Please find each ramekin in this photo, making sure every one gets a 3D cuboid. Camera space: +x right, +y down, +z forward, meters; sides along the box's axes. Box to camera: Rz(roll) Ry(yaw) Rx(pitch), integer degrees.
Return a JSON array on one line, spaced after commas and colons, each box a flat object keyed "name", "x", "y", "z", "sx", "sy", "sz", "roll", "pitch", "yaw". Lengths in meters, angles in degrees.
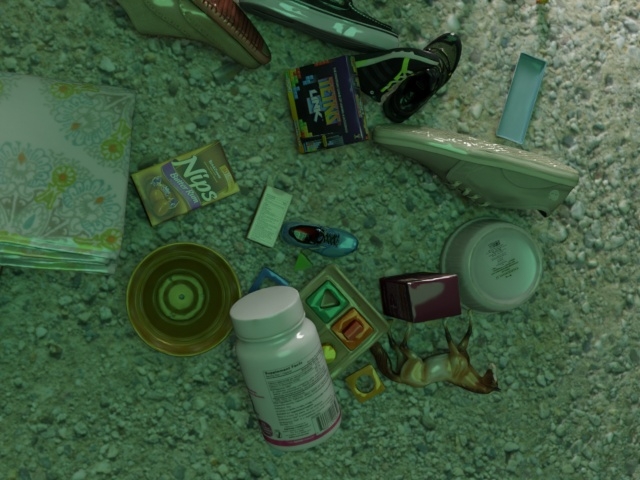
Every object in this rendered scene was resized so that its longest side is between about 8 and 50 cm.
[{"name": "ramekin", "x": 0.362, "y": 0.054, "z": 1.843, "sx": 0.207, "sy": 0.109, "sz": 0.207, "roll": 0, "pitch": 90, "yaw": -13}]

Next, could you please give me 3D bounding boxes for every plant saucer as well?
[{"name": "plant saucer", "x": 0.431, "y": -0.305, "z": 1.909, "sx": 0.067, "sy": 0.018, "sz": 0.192, "roll": 18, "pitch": 85, "yaw": -13}]

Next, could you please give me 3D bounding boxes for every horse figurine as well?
[{"name": "horse figurine", "x": 0.228, "y": 0.239, "z": 1.820, "sx": 0.263, "sy": 0.066, "sz": 0.175, "roll": -7, "pitch": 90, "yaw": -1}]

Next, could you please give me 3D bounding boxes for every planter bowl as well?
[{"name": "planter bowl", "x": -0.265, "y": 0.111, "z": 1.704, "sx": 0.217, "sy": 0.090, "sz": 0.217, "roll": 0, "pitch": 90, "yaw": -13}]

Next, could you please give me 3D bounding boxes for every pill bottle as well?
[{"name": "pill bottle", "x": -0.068, "y": 0.240, "z": 1.680, "sx": 0.160, "sy": 0.160, "sz": 0.283, "roll": -20, "pitch": 110, "yaw": -13}]

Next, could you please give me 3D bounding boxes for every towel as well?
[{"name": "towel", "x": -0.512, "y": -0.126, "z": 1.612, "sx": 0.320, "sy": 0.090, "sz": 0.375, "roll": 7, "pitch": 70, "yaw": -17}]

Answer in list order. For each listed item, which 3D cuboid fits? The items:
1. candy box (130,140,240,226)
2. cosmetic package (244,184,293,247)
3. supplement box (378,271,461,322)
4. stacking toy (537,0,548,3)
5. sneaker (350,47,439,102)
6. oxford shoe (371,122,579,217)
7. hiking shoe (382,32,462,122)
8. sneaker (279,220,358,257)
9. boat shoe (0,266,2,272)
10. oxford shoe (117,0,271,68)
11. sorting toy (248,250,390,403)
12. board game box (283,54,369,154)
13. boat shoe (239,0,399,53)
[{"name": "candy box", "x": -0.263, "y": -0.111, "z": 1.726, "sx": 0.186, "sy": 0.053, "sz": 0.109, "roll": -23, "pitch": 94, "yaw": -14}, {"name": "cosmetic package", "x": -0.103, "y": -0.047, "z": 1.768, "sx": 0.060, "sy": 0.041, "sz": 0.115, "roll": 23, "pitch": 84, "yaw": -12}, {"name": "supplement box", "x": 0.195, "y": 0.110, "z": 1.762, "sx": 0.104, "sy": 0.188, "sz": 0.081, "roll": -8, "pitch": 92, "yaw": -13}, {"name": "stacking toy", "x": 0.436, "y": -0.637, "z": 1.898, "sx": 0.166, "sy": 0.052, "sz": 0.221, "roll": 15, "pitch": 85, "yaw": -15}, {"name": "sneaker", "x": 0.132, "y": -0.323, "z": 1.760, "sx": 0.084, "sy": 0.234, "sz": 0.097, "roll": -4, "pitch": 92, "yaw": -55}, {"name": "oxford shoe", "x": 0.314, "y": -0.142, "z": 1.817, "sx": 0.449, "sy": 0.169, "sz": 0.130, "roll": 14, "pitch": 108, "yaw": -13}, {"name": "hiking shoe", "x": 0.226, "y": -0.335, "z": 1.810, "sx": 0.086, "sy": 0.114, "sz": 0.227, "roll": 38, "pitch": 82, "yaw": -11}, {"name": "sneaker", "x": 0.000, "y": 0.000, "z": 1.776, "sx": 0.162, "sy": 0.073, "sz": 0.064, "roll": 9, "pitch": 88, "yaw": -14}, {"name": "boat shoe", "x": -0.657, "y": 0.139, "z": 1.591, "sx": 0.113, "sy": 0.127, "sz": 0.340, "roll": 15, "pitch": 83, "yaw": -15}, {"name": "oxford shoe", "x": -0.275, "y": -0.443, "z": 1.706, "sx": 0.397, "sy": 0.140, "sz": 0.146, "roll": 36, "pitch": 113, "yaw": -15}, {"name": "sorting toy", "x": 0.014, "y": 0.174, "z": 1.759, "sx": 0.196, "sy": 0.047, "sz": 0.348, "roll": -42, "pitch": 94, "yaw": 6}, {"name": "board game box", "x": 0.012, "y": -0.268, "z": 1.757, "sx": 0.141, "sy": 0.048, "sz": 0.171, "roll": -11, "pitch": 92, "yaw": 25}, {"name": "boat shoe", "x": 0.009, "y": -0.466, "z": 1.755, "sx": 0.335, "sy": 0.121, "sz": 0.119, "roll": 19, "pitch": 90, "yaw": -11}]
